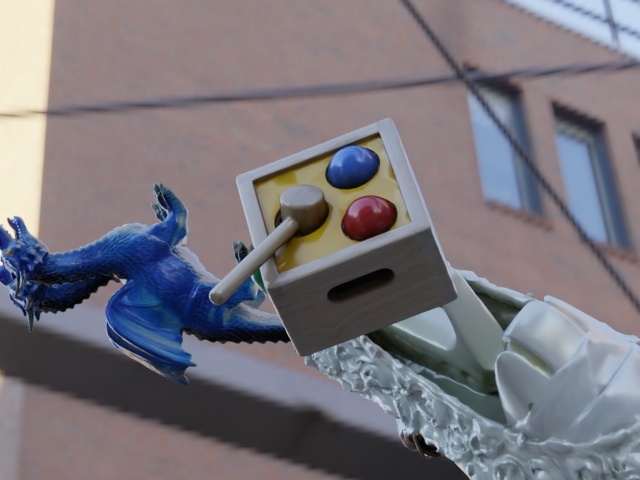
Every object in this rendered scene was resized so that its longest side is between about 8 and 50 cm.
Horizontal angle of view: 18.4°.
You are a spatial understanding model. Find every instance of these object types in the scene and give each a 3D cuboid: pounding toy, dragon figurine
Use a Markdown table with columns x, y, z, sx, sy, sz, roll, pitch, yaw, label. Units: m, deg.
| x | y | z | sx | sy | sz | roll | pitch | yaw | label |
| --- | --- | --- | --- | --- | --- | --- | --- | --- | --- |
| 0.000 | 0.000 | 1.262 | 0.141 | 0.130 | 0.100 | -21 | -46 | 3 | pounding toy |
| -0.115 | 0.057 | 1.515 | 0.289 | 0.144 | 0.085 | 36 | -16 | 3 | dragon figurine |

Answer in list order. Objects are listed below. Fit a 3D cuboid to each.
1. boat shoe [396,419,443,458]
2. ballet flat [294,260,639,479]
| x | y | z | sx | sy | sz | roll | pitch | yaw | label |
| --- | --- | --- | --- | --- | --- | --- | --- | --- | --- |
| 0.099 | 0.148 | 1.664 | 0.073 | 0.207 | 0.073 | 41 | -88 | -17 | boat shoe |
| 0.115 | 0.084 | 1.351 | 0.147 | 0.409 | 0.147 | -23 | -57 | -40 | ballet flat |
